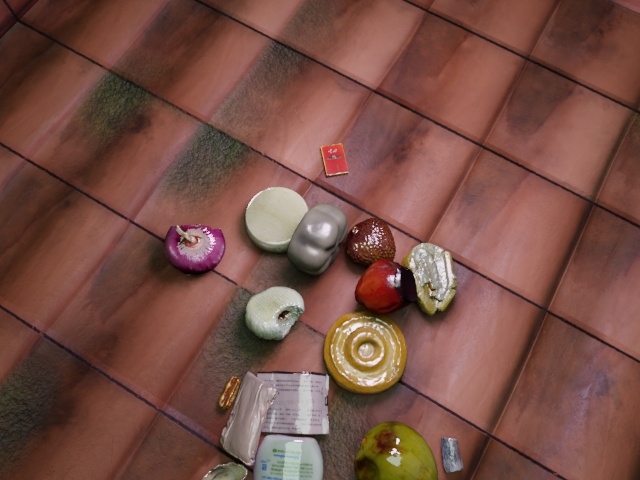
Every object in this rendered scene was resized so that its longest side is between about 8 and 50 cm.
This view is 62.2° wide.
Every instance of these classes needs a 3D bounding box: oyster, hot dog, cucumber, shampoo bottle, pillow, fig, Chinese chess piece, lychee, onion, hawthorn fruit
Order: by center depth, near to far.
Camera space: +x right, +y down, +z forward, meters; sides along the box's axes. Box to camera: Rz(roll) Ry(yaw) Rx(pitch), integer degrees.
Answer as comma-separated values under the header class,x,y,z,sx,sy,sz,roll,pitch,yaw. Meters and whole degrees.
class,x,y,z,sx,sy,sz,roll,pitch,yaw
oyster,-0.366,0.846,1.648,0.167,0.110,0.341,23,69,0
shampoo bottle,-0.107,0.793,1.650,0.222,0.151,0.349,3,70,4
fig,0.245,0.705,1.654,0.271,0.239,0.239,41,74,4
pillow,-0.233,0.576,1.738,0.174,0.067,0.270,4,65,42
cucumber,0.431,0.705,1.749,0.064,0.064,0.111,-6,69,-4
hot dog,-0.307,0.517,1.803,0.049,0.037,0.122,20,66,17
hawthorn fruit,0.213,0.176,1.824,0.251,0.190,0.189,-43,73,27
onion,-0.450,0.034,1.900,0.208,0.201,0.200,0,67,-36
lychee,0.181,0.011,1.918,0.195,0.194,0.194,1,71,-2
Chinese chess piece,-0.159,-0.076,1.977,0.251,0.101,0.250,1,71,-2

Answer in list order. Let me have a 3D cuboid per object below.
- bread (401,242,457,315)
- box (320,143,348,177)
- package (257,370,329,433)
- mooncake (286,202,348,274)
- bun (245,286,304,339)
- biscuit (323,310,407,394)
class,x,y,z,sx,sy,sz,roll,pitch,yaw
bread,0.401,0.139,1.910,0.186,0.124,0.256,-11,73,-6
box,0.055,-0.318,2.111,0.090,0.023,0.133,-8,72,-7
package,-0.096,0.544,1.787,0.251,0.062,0.203,0,69,2
mooncake,0.000,0.000,1.872,0.135,0.275,0.274,28,72,15
bun,-0.155,0.263,1.847,0.213,0.126,0.203,-17,46,-13
biscuit,0.155,0.384,1.831,0.297,0.102,0.296,0,69,0
